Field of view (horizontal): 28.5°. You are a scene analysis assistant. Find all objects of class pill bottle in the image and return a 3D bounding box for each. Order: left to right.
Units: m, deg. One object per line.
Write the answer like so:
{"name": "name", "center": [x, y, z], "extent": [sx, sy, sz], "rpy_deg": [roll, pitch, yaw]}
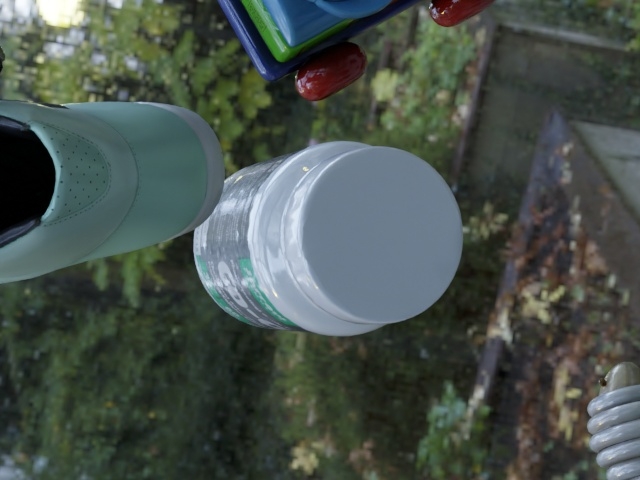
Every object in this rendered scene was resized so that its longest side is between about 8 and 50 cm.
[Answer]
{"name": "pill bottle", "center": [0.000, 0.000, 1.363], "extent": [0.361, 0.204, 0.204], "rpy_deg": [173, 107, -71]}

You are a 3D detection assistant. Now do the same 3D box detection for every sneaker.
{"name": "sneaker", "center": [-0.188, -0.020, 0.558], "extent": [0.151, 0.256, 0.094], "rpy_deg": [-6, -95, -69]}

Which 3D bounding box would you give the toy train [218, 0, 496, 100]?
{"name": "toy train", "center": [0.071, -0.173, 0.644], "extent": [0.105, 0.248, 0.143], "rpy_deg": [61, 170, -3]}

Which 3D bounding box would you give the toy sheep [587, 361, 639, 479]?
{"name": "toy sheep", "center": [0.269, 0.165, 1.056], "extent": [0.091, 0.091, 0.132], "rpy_deg": [105, 156, -65]}

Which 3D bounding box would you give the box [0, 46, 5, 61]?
{"name": "box", "center": [-0.430, -0.225, 1.173], "extent": [0.203, 0.168, 0.167], "rpy_deg": [60, 180, -3]}
